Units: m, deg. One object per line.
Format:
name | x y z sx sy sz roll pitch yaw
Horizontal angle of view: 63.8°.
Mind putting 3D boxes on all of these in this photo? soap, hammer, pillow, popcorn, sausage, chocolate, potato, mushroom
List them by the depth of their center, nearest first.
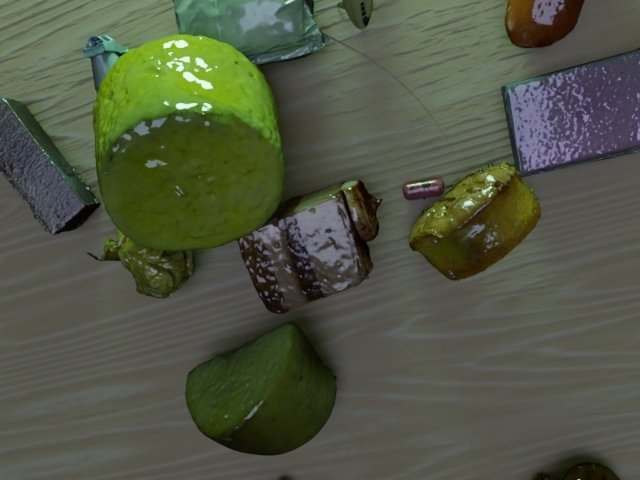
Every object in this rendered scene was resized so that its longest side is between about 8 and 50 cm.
sausage | 0.410 -0.462 0.891 0.133 0.133 0.258 23 108 4
soap | 0.481 -0.233 0.956 0.259 0.081 0.181 -13 102 14
pillow | -0.149 -0.469 0.978 0.310 0.138 0.283 -9 101 15
hammer | 0.211 -0.105 1.055 0.083 0.043 0.043 -7 102 11
potato | -0.105 0.370 1.091 0.330 0.213 0.280 -28 126 28
mushroom | 0.564 0.595 1.114 0.194 0.138 0.231 33 107 0
popcorn | -0.376 0.036 1.123 0.173 0.168 0.195 -44 95 -7
chocolate | -0.641 -0.173 1.155 0.112 0.112 0.321 -36 95 8

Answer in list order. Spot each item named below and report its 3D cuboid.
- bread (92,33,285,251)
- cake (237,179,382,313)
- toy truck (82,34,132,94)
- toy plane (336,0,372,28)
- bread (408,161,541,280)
bread | -0.222 -0.162 0.912 0.348 0.308 0.348 -10 126 -14
cake | 0.000 0.000 1.045 0.293 0.196 0.198 -20 101 10
toy truck | -0.399 -0.283 1.065 0.108 0.140 0.256 -11 101 12
toy plane | 0.052 -0.512 0.936 0.092 0.229 0.244 30 145 36
bread | 0.284 -0.019 0.984 0.260 0.147 0.160 -35 104 30
